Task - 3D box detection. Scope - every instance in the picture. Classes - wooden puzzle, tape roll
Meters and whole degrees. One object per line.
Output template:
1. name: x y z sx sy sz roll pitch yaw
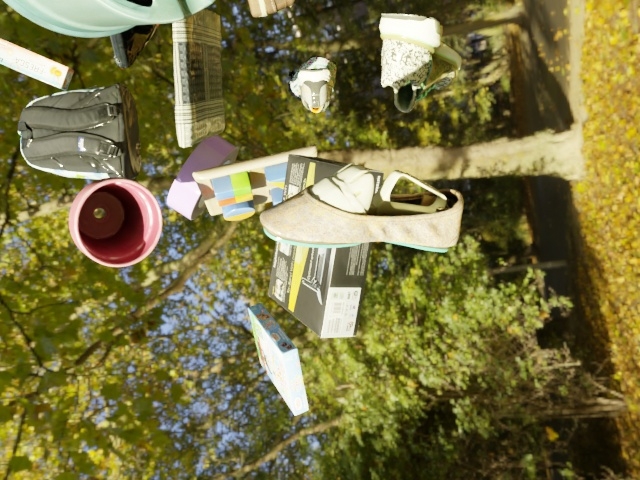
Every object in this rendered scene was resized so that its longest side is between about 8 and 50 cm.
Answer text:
1. wooden puzzle: -0.162 -0.140 1.542 0.348 0.322 0.081 104 151 -77
2. tape roll: -0.372 -0.202 1.787 0.090 0.275 0.275 34 -152 -2

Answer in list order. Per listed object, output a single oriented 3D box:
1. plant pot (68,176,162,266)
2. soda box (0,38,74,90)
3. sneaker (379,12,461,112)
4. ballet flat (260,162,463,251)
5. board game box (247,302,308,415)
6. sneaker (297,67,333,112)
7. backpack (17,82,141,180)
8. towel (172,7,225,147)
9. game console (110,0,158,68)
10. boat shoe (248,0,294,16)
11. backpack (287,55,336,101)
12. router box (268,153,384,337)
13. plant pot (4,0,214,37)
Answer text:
1. plant pot: -0.499 -0.051 1.326 0.201 0.180 0.201 -7 -78 -36
2. soda box: -0.764 -0.467 1.500 0.058 0.183 0.063 -136 68 -79
3. sneaker: 0.213 -0.390 1.319 0.410 0.158 0.182 -1 -70 -65
4. ballet flat: 0.070 -0.051 0.777 0.107 0.316 0.106 49 130 49
5. board game box: -0.094 0.252 1.220 0.211 0.039 0.160 36 140 57
6. sneaker: -0.016 -0.400 1.534 0.271 0.100 0.108 -70 -21 -81
7. backpack: -0.724 -0.312 1.688 0.273 0.355 0.290 -75 -18 -84
8. towel: -0.291 -0.391 1.333 0.324 0.056 0.312 -74 -15 -73
9. game console: -0.373 -0.602 1.172 0.386 0.060 0.342 111 -179 -65
10. boat shoe: -0.085 -0.491 1.044 0.095 0.095 0.257 75 -174 -48
11. backpack: -0.015 -0.520 1.832 0.182 0.151 0.115 154 117 -64
12. router box: 0.000 0.000 1.082 0.081 0.243 0.309 3 -78 -29
13. plant pot: -0.289 -0.441 0.769 0.341 0.334 0.341 -18 -58 -31
